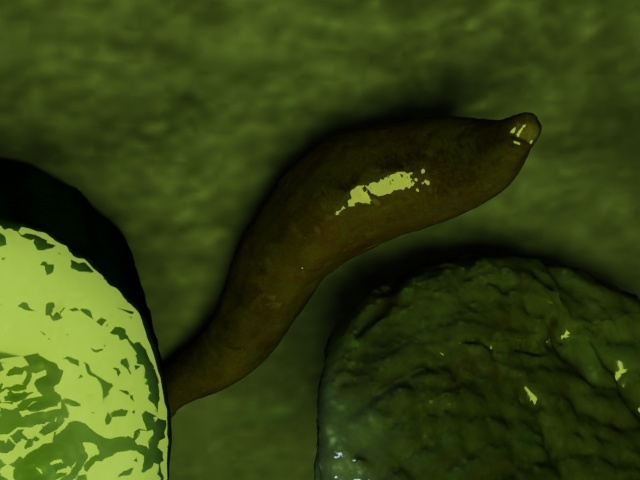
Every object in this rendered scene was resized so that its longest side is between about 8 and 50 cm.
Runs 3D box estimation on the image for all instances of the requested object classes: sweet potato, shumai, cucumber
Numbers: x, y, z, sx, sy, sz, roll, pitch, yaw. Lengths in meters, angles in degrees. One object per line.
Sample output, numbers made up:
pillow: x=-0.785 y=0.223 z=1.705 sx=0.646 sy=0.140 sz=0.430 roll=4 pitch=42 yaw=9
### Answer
sweet potato: x=-0.003 y=0.000 z=0.684 sx=0.249 sy=0.059 sz=0.069 roll=-38 pitch=91 yaw=22
shumai: x=0.086 y=0.147 z=0.735 sx=0.272 sy=0.222 sz=0.204 roll=48 pitch=143 yaw=-2
cucumber: x=-0.149 y=0.070 z=0.650 sx=0.191 sy=0.130 sz=0.191 roll=-6 pitch=115 yaw=-12
